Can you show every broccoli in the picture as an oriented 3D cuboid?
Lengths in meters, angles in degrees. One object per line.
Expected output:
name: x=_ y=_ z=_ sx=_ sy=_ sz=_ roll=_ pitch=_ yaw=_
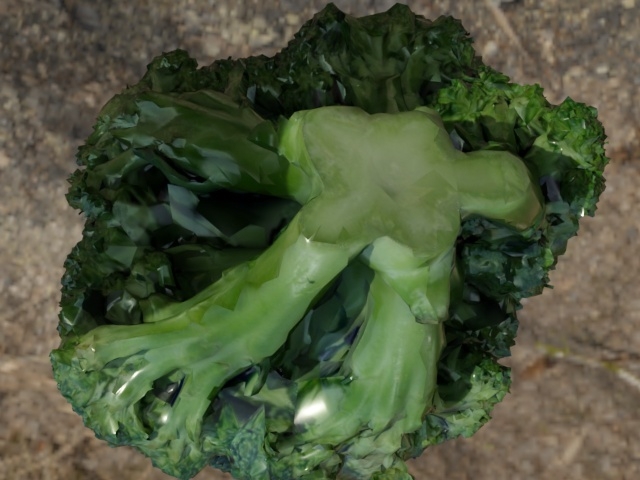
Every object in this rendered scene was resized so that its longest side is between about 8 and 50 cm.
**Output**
broccoli: x=0.000 y=0.000 z=0.629 sx=0.265 sy=0.294 sz=0.245 roll=53 pitch=152 yaw=2
